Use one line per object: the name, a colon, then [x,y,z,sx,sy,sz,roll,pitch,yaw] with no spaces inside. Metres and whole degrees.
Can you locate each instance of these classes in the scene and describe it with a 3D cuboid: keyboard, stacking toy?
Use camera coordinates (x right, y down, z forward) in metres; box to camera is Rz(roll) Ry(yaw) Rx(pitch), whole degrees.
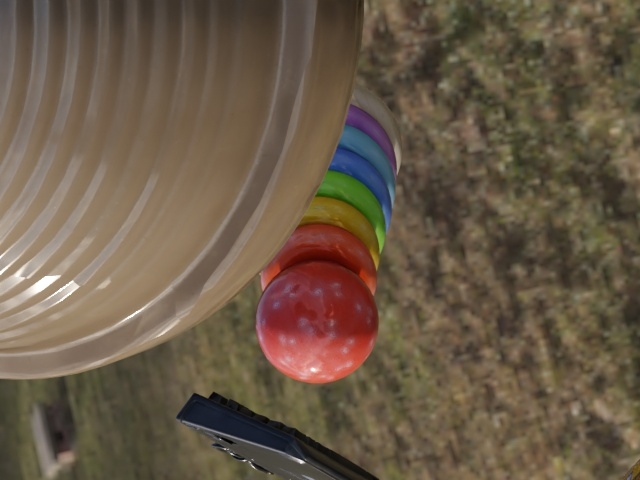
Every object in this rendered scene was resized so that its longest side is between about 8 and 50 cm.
keyboard: [-0.008,0.121,0.794,0.108,0.180,0.023,11,72,35]
stacking toy: [0.000,0.000,1.163,0.330,0.141,0.141,-89,2,-58]

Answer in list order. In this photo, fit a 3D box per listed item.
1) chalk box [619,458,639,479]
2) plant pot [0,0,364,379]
chalk box: [0.225,0.282,0.902,0.180,0.289,0.179,32,134,4]
plant pot: [-0.116,-0.068,0.414,0.237,0.110,0.237,5,101,25]
